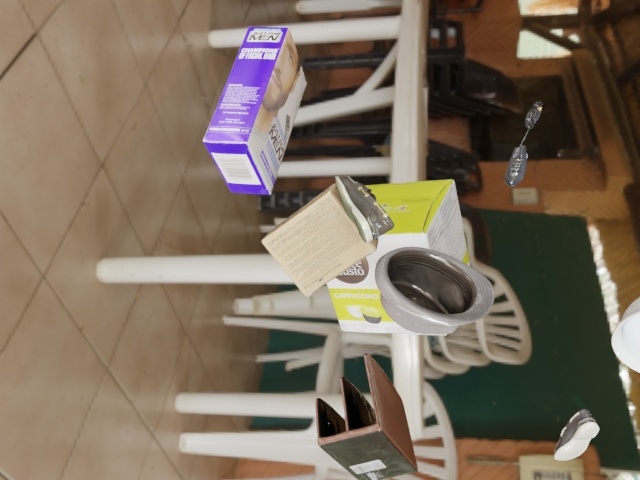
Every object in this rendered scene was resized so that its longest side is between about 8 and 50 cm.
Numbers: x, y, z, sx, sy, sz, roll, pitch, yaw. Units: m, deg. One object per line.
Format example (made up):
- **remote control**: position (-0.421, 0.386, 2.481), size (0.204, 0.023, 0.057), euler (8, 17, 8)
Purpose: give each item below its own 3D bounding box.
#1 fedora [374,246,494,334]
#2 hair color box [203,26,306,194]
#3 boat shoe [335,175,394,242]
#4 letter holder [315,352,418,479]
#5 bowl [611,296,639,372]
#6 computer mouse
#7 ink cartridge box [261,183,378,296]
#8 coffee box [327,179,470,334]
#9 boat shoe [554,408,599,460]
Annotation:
- **fedora**: position (0.248, 0.135, 1.493), size (0.243, 0.275, 0.124), euler (-59, 166, -49)
- **hair color box**: position (-0.135, -0.292, 1.435), size (0.185, 0.110, 0.338), euler (68, 30, -57)
- **boat shoe**: position (0.091, -0.077, 1.391), size (0.227, 0.069, 0.081), euler (-116, -174, -51)
- **letter holder**: position (0.109, 0.433, 1.576), size (0.302, 0.152, 0.214), euler (56, 20, -47)
- **bowl**: position (0.851, 0.200, 1.521), size (0.298, 0.298, 0.134), euler (79, 26, -46)
- **computer mouse**: position (0.533, -0.247, 1.655), size (0.071, 0.041, 0.242), euler (29, 81, -58)
- **ink cartridge box**: position (0.000, 0.000, 1.656), size (0.193, 0.235, 0.088), euler (52, 20, -10)
- **coffee box**: position (0.226, 0.043, 1.910), size (0.338, 0.338, 0.334), euler (-53, 133, -51)
- **boat shoe**: position (0.431, 0.334, 1.099), size (0.038, 0.046, 0.125), euler (-96, -169, -46)
